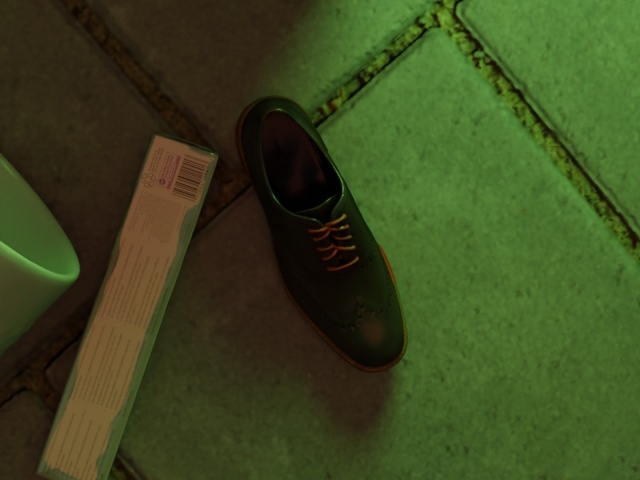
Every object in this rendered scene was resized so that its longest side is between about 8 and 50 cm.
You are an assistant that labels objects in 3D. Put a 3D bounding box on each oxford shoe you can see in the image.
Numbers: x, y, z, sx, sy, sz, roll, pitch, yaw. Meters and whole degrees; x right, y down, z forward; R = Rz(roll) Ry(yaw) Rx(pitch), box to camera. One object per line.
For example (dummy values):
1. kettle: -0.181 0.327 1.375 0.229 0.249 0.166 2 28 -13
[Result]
1. oxford shoe: 0.000 0.000 1.591 0.097 0.098 0.271 -29 96 -3

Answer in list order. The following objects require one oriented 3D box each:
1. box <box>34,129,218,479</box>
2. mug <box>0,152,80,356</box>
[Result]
1. box: -0.172 0.063 1.597 0.067 0.063 0.324 18 92 -5
2. mug: -0.438 0.013 1.487 0.328 0.276 0.374 -44 67 6
